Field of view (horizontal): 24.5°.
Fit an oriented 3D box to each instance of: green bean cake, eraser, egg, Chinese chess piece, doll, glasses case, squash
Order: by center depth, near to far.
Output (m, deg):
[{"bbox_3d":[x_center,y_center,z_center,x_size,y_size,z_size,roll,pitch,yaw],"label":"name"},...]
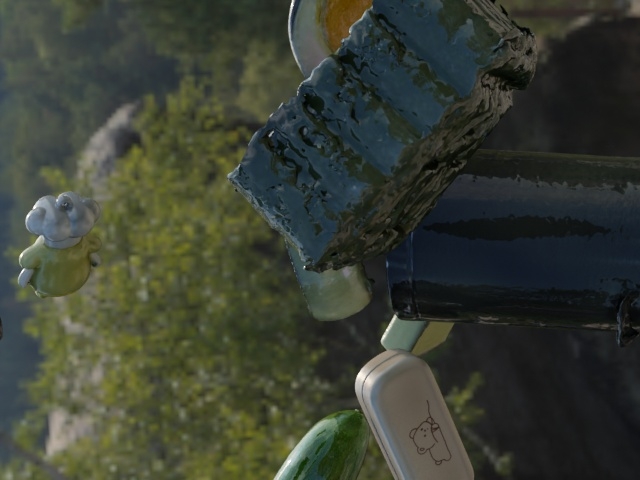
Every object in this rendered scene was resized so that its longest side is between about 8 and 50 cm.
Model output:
[{"bbox_3d":[0.065,-0.103,1.205,0.132,0.255,0.241,45,-168,10],"label":"green bean cake"},{"bbox_3d":[0.105,0.211,1.624,0.050,0.083,0.196,23,143,60],"label":"glasses case"},{"bbox_3d":[0.000,0.000,1.713,0.188,0.083,0.188,-21,-90,-89],"label":"Chinese chess piece"},{"bbox_3d":[-0.309,0.006,1.759,0.062,0.106,0.162,55,148,31],"label":"doll"},{"bbox_3d":[-0.045,0.408,2.075,0.395,0.107,0.107,-62,29,12],"label":"squash"},{"bbox_3d":[0.162,0.084,2.079,0.058,0.117,0.172,40,125,21],"label":"eraser"},{"bbox_3d":[0.064,-0.336,2.211,0.264,0.286,0.174,-52,33,9],"label":"egg"}]

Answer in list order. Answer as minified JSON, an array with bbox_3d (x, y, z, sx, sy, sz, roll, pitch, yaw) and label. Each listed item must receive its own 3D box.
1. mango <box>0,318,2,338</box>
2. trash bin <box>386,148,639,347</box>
[{"bbox_3d":[-0.539,0.090,1.805,0.152,0.287,0.201,-34,42,54],"label":"mango"},{"bbox_3d":[0.242,-0.003,1.657,0.203,0.301,0.252,75,-156,-47],"label":"trash bin"}]
